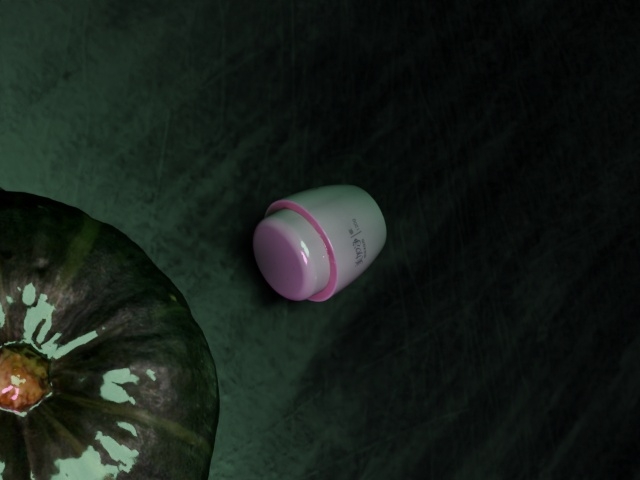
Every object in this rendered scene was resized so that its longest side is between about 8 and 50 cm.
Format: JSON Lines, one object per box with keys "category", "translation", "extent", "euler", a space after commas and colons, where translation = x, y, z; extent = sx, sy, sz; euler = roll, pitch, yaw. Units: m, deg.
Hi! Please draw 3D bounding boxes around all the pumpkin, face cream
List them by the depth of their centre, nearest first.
{"category": "pumpkin", "translation": [-0.218, 0.115, 0.886], "extent": [0.300, 0.207, 0.300], "euler": [4, 71, -12]}
{"category": "face cream", "translation": [0.000, 0.000, 1.067], "extent": [0.095, 0.091, 0.091], "euler": [-27, 92, -34]}
